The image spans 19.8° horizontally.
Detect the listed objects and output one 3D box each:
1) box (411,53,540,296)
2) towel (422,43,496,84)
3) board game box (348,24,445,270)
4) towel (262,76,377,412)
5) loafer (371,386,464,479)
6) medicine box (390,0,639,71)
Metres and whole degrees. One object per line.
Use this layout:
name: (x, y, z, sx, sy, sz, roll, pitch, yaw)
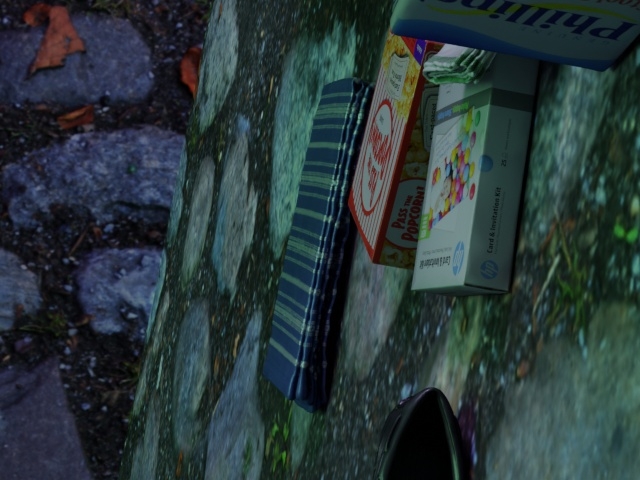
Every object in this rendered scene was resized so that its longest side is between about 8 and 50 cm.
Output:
box: (0.113, -0.053, 1.345, 0.145, 0.038, 0.186, 168, 110, -78)
towel: (0.126, -0.178, 1.284, 0.152, 0.023, 0.113, -58, 13, -2)
board game box: (0.074, -0.091, 1.546, 0.147, 0.045, 0.193, -110, 31, -68)
towel: (0.000, 0.000, 1.896, 0.243, 0.040, 0.336, -165, 87, -80)
loafer: (0.063, 0.208, 1.279, 0.078, 0.076, 0.223, 103, 175, -58)
medicine box: (0.152, -0.282, 1.052, 0.289, 0.149, 0.263, 124, 154, -65)
